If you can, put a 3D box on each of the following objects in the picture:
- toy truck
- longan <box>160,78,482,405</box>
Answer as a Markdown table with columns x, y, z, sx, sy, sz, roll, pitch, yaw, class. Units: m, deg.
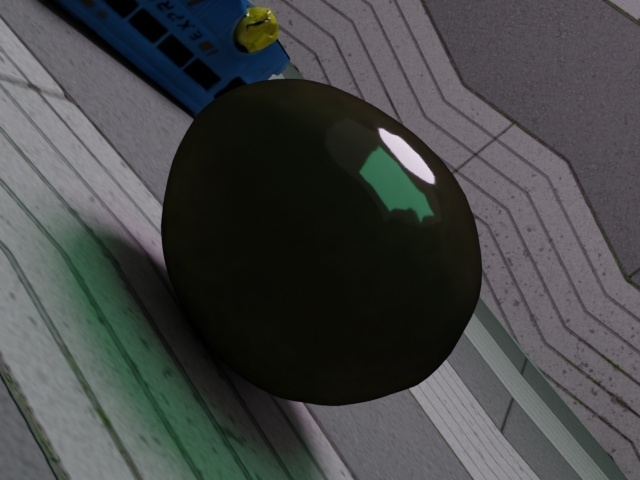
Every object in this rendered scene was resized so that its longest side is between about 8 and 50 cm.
| x | y | z | sx | sy | sz | roll | pitch | yaw | class |
| --- | --- | --- | --- | --- | --- | --- | --- | --- | --- |
| -0.181 | -0.283 | 1.171 | 0.161 | 0.162 | 0.385 | 55 | 9 | 30 | toy truck |
| 0.000 | 0.000 | 0.753 | 0.246 | 0.215 | 0.246 | 61 | -10 | 18 | longan |
